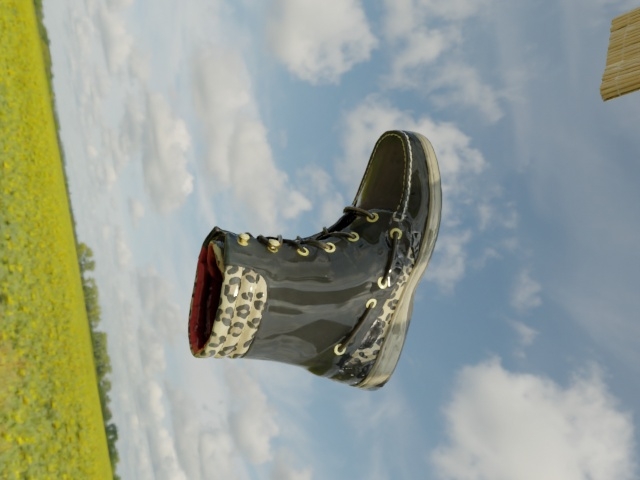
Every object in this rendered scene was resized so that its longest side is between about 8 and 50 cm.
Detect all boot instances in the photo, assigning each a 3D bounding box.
[{"bbox_3d":[0.001,0.001,0.455,0.085,0.178,0.236,8,-96,59],"label":"boot"}]

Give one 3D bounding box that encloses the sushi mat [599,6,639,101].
[{"bbox_3d":[0.502,-0.278,0.655,0.316,0.019,0.151,-12,-127,52],"label":"sushi mat"}]
